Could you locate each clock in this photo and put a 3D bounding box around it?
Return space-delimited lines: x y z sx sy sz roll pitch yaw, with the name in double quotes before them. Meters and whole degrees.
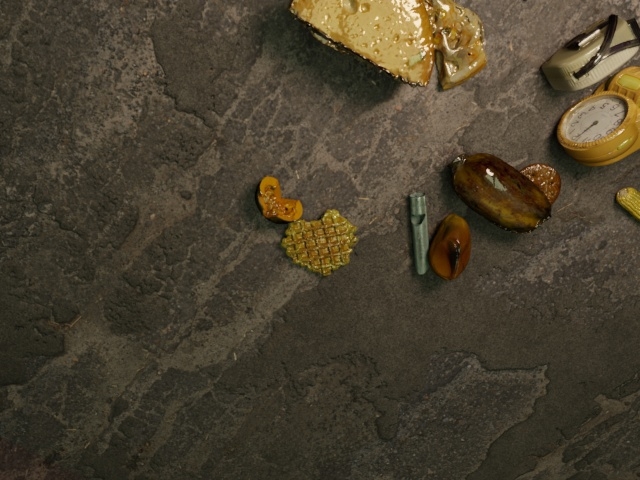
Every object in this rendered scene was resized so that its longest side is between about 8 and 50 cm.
"clock" 0.939 -0.379 1.388 0.317 0.244 0.200 -41 122 16

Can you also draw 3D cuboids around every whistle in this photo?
"whistle" 0.368 -0.023 1.599 0.062 0.062 0.312 -9 112 2

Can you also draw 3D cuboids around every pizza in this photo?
"pizza" 0.416 -0.640 1.355 0.189 0.071 0.297 -20 110 7

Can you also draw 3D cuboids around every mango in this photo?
"mango" 0.475 0.022 1.575 0.136 0.166 0.236 17 110 36

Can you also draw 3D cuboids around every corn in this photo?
"corn" 1.164 -0.120 1.583 0.203 0.072 0.072 35 106 -15

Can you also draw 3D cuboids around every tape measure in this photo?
"tape measure" 0.838 -0.583 1.305 0.271 0.231 0.133 -35 106 12

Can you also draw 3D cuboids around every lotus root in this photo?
"lotus root" 0.606 -0.166 1.481 0.397 0.179 0.196 34 108 -6

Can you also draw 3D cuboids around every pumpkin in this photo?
"pumpkin" -0.161 -0.128 1.514 0.183 0.119 0.108 48 139 -12

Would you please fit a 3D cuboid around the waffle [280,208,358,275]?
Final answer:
"waffle" 0.000 -0.001 1.601 0.291 0.051 0.291 0 111 0

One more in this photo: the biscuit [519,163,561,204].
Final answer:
"biscuit" 0.777 -0.186 1.566 0.188 0.027 0.187 0 111 -1

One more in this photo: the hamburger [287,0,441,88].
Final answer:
"hamburger" 0.159 -0.645 1.238 0.445 0.268 0.287 28 110 -7
